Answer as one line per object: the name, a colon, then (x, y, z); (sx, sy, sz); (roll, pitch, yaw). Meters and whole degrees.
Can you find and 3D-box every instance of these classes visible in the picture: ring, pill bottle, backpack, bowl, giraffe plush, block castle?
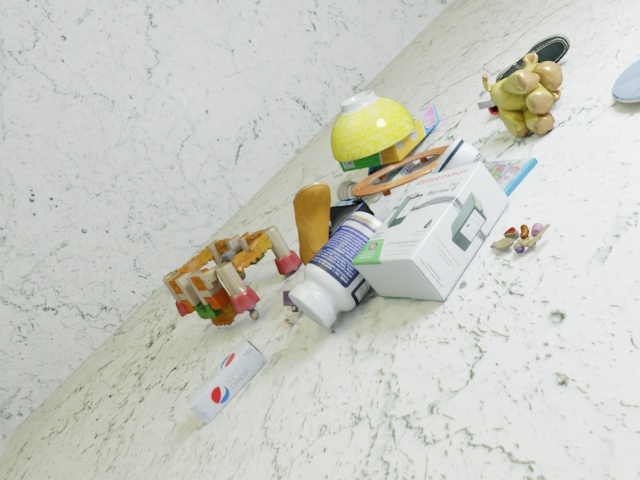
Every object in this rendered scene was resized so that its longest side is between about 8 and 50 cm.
ring: (0.246, -0.194, 1.529); (0.336, 0.032, 0.336); (-24, 13, 6)
pill bottle: (0.056, 0.072, 1.252); (0.265, 0.153, 0.153); (-48, 19, -16)
backpack: (0.071, -0.046, 1.546); (0.158, 0.117, 0.173); (-45, 19, -7)
bowl: (0.147, -0.391, 1.709); (0.289, 0.156, 0.289); (-22, 22, 9)
giraffe plush: (0.516, -0.369, 1.288); (0.170, 0.181, 0.210); (-34, 33, -13)
block castle: (-0.304, 0.132, 1.799); (0.453, 0.213, 0.303); (-11, 24, 48)

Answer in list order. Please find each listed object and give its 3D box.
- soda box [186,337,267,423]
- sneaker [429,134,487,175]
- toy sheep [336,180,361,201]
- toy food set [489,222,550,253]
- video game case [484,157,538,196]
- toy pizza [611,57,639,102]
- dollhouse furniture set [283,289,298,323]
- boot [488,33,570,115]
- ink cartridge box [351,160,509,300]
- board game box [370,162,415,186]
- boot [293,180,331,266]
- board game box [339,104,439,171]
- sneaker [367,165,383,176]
soda box: (-0.242, 0.358, 1.362); (0.216, 0.069, 0.074); (-45, 18, -9)
sneaker: (0.319, -0.154, 1.296); (0.090, 0.094, 0.235); (-54, -7, -23)
toy sheep: (0.105, -0.163, 1.800); (0.091, 0.091, 0.132); (-51, 25, -24)
toy food set: (0.375, -0.005, 0.980); (0.078, 0.019, 0.122); (-45, 10, -7)
video game case: (0.408, -0.144, 1.227); (0.119, 0.015, 0.166); (-46, 18, -11)
toy pizza: (0.689, -0.337, 1.052); (0.201, 0.032, 0.201); (-37, 20, 15)
dollhouse furniture set: (-0.032, 0.179, 1.428); (0.114, 0.091, 0.081); (-6, -8, 27)
boot: (0.578, -0.456, 1.475); (0.236, 0.085, 0.179); (-31, 23, 50)
ink cartridge box: (0.234, -0.019, 1.133); (0.289, 0.121, 0.211); (-50, 20, -24)
board game box: (0.232, -0.214, 1.739); (0.103, 0.026, 0.154); (-49, 19, -17)
boot: (-0.001, 0.001, 1.366); (0.104, 0.211, 0.295); (-12, -24, -13)
board game box: (0.237, -0.353, 1.821); (0.242, 0.064, 0.316); (-4, 31, 43)
sneaker: (0.186, -0.280, 1.907); (0.063, 0.073, 0.162); (-33, 20, 27)
